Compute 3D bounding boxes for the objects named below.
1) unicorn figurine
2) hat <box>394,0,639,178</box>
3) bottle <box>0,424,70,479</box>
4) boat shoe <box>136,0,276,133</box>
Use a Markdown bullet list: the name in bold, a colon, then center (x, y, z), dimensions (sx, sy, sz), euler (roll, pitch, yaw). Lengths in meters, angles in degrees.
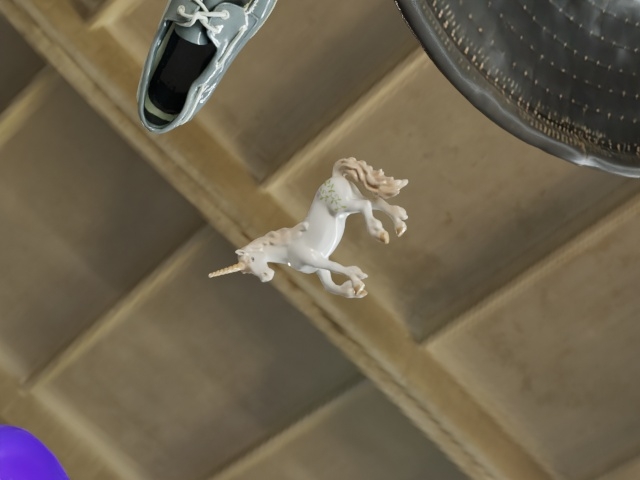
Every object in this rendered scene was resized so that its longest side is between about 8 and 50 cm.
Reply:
- **unicorn figurine**: center (0.000, 0.000, 1.078), dimensions (0.111, 0.162, 0.060), euler (33, -7, 15)
- **hat**: center (0.164, -0.164, 0.339), dimensions (0.134, 0.331, 0.331), euler (26, -34, 51)
- **bottle**: center (-0.239, 0.196, 0.609), dimensions (0.283, 0.118, 0.092), euler (-37, -97, 22)
- **boat shoe**: center (-0.137, -0.262, 1.534), dimensions (0.116, 0.099, 0.319), euler (30, -58, -8)
